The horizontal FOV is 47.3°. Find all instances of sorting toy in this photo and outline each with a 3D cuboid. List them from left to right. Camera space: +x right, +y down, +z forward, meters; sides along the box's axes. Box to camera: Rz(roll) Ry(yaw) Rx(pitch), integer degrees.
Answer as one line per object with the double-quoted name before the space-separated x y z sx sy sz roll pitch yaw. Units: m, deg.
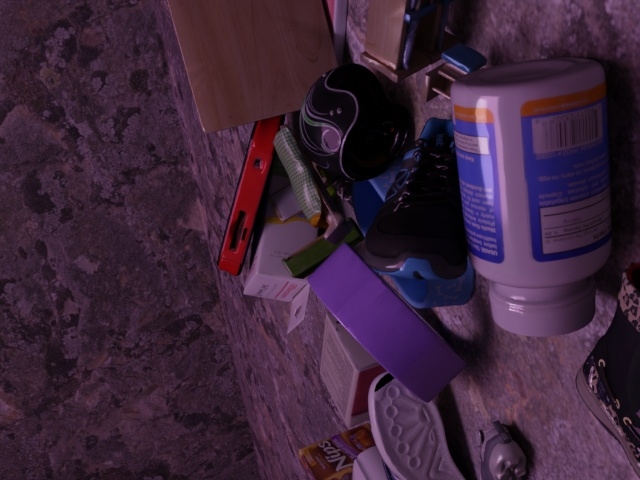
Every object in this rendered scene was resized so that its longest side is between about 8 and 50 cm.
"sorting toy" -0.114 -0.344 1.296 0.089 0.255 0.257 -121 16 -82

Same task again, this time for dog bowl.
"dog bowl" 0.139 -0.012 1.189 0.166 0.074 0.297 94 153 -47

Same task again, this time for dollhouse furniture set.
"dollhouse furniture set" -0.047 -0.057 1.299 0.197 0.151 0.301 60 -174 9
"dollhouse furniture set" 0.161 -0.248 0.861 0.183 0.129 0.129 39 146 28

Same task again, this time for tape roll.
"tape roll" 0.105 0.128 1.170 0.275 0.090 0.275 45 -179 -1

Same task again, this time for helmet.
"helmet" 0.045 -0.189 1.166 0.161 0.169 0.169 49 151 43

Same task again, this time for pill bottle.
"pill bottle" 0.226 -0.044 0.772 0.152 0.152 0.272 -145 41 -63

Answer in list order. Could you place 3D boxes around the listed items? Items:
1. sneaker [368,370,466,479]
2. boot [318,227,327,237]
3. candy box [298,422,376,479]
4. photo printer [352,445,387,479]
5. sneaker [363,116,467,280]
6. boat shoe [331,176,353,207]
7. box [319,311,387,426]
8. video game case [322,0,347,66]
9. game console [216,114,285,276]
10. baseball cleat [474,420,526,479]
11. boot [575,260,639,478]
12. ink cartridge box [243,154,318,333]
"sneaker" 0.149 0.374 1.368 0.323 0.130 0.236 61 165 -8
"boot" 0.000 0.000 1.687 0.114 0.037 0.106 100 147 -63
"candy box" 0.054 0.520 1.742 0.109 0.186 0.053 -127 26 -47
"photo printer" 0.177 0.650 1.622 0.307 0.107 0.256 -126 26 -46
"sneaker" 0.127 -0.058 0.908 0.341 0.125 0.140 -64 -21 -65
"boat shoe" 0.059 -0.100 1.348 0.233 0.079 0.084 72 161 -1
"box" 0.088 0.249 1.492 0.232 0.127 0.148 95 152 -50
"video game case" -0.024 -0.459 1.353 0.204 0.025 0.285 93 154 -47
"game console" -0.132 -0.151 1.545 0.342 0.060 0.386 -81 10 -57
"baseball cleat" 0.278 0.364 1.153 0.109 0.072 0.206 -106 16 -49
"boot" 0.347 0.149 0.693 0.236 0.085 0.178 -125 27 -46
"ink cartridge box" -0.082 0.005 1.561 0.207 0.119 0.353 128 151 -69
